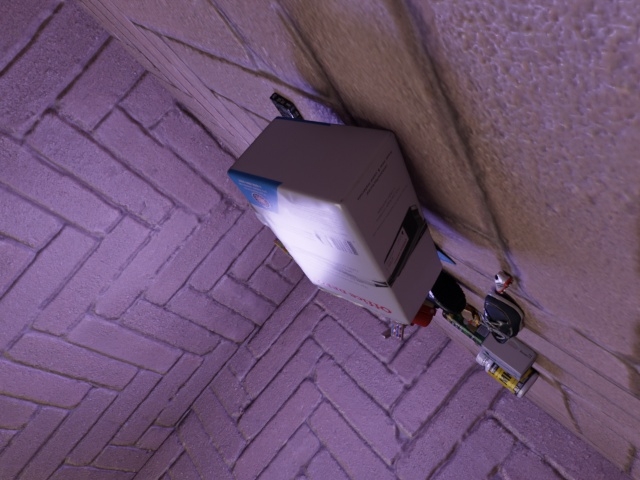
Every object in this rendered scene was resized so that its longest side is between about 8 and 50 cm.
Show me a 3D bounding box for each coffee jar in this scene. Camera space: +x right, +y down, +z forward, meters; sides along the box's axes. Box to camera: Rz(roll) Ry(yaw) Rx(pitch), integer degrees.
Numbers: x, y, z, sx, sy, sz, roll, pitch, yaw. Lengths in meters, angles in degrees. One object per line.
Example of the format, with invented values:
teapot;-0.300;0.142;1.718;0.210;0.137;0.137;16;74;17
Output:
coffee jar;0.522;0.291;1.609;0.184;0.079;0.096;39;177;28

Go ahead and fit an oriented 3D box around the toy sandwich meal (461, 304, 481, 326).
toy sandwich meal;0.506;0.257;1.526;0.085;0.029;0.086;39;147;32

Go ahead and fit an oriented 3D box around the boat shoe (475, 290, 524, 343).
boat shoe;0.453;0.201;1.145;0.095;0.079;0.254;39;177;34

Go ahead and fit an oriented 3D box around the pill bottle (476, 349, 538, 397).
pill bottle;0.724;0.500;1.761;0.208;0.119;0.119;38;176;33

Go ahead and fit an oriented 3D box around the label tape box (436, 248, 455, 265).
label tape box;0.168;-0.020;1.217;0.333;0.106;0.240;41;177;-15

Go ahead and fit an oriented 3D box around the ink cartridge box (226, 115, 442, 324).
ink cartridge box;0.047;-0.032;0.898;0.285;0.166;0.395;20;155;39

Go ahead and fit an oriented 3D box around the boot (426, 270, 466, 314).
boot;0.324;0.167;1.412;0.246;0.094;0.207;45;152;23

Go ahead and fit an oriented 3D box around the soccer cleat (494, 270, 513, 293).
soccer cleat;0.376;0.086;0.936;0.035;0.029;0.083;49;177;23

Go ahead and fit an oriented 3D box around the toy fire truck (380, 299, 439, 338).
toy fire truck;0.368;0.310;1.852;0.158;0.246;0.217;20;177;-1

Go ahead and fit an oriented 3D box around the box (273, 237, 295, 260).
box;0.000;0.000;1.932;0.177;0.279;0.290;42;176;-38

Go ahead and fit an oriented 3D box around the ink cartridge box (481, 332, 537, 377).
ink cartridge box;0.628;0.379;1.509;0.153;0.087;0.208;38;175;31

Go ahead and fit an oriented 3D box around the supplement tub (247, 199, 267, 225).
supplement tub;-0.112;-0.131;1.702;0.228;0.228;0.316;39;-179;30

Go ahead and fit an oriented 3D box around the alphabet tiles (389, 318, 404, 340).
alphabet tiles;0.298;0.222;1.691;0.011;0.285;0.342;8;172;1

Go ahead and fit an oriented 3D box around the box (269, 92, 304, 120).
box;-0.073;-0.293;1.027;0.067;0.018;0.083;38;176;31
